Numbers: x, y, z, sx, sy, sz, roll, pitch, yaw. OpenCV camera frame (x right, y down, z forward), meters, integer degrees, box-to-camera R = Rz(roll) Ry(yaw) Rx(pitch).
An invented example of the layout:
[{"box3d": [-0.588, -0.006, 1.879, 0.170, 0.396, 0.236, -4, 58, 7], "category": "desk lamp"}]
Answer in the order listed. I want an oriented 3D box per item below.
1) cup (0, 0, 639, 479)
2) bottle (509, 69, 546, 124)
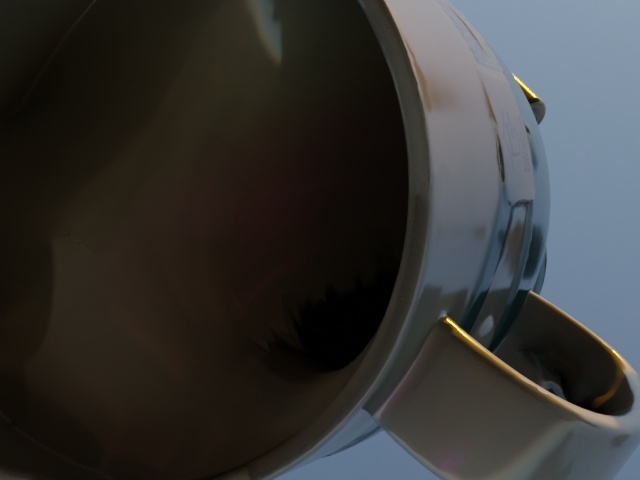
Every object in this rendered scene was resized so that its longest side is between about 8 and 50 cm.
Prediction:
[{"box3d": [0.000, 0.000, 0.454, 0.289, 0.257, 0.219, 36, -76, 20], "category": "cup"}, {"box3d": [0.200, -0.159, 1.213, 0.045, 0.045, 0.096, -26, -130, -8], "category": "bottle"}]
